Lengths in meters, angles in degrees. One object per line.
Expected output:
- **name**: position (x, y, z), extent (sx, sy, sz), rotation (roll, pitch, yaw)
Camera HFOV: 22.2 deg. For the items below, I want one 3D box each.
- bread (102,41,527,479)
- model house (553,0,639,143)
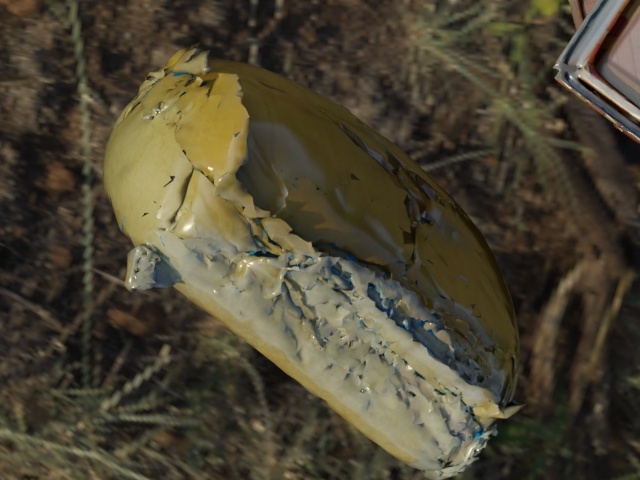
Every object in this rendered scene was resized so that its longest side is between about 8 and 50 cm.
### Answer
- **bread**: position (0.000, 0.000, 0.369), extent (0.053, 0.072, 0.106), rotation (-44, 114, 11)
- **model house**: position (0.202, -0.042, 0.710), extent (0.294, 0.154, 0.207), rotation (12, 70, -67)
